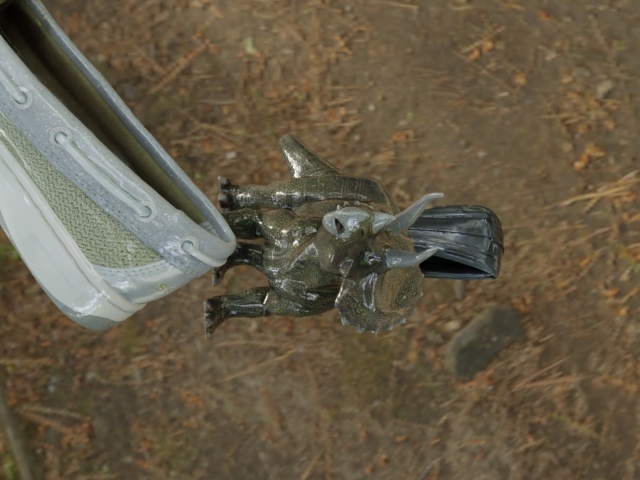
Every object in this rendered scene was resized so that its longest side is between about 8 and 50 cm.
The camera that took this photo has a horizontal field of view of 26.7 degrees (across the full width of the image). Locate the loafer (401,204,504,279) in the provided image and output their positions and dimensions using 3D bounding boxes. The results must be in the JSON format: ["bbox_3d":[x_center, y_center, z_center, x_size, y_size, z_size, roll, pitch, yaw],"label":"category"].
[{"bbox_3d":[0.073,0.012,1.359,0.223,0.076,0.078,-3,62,12],"label":"loafer"}]

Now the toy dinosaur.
[{"bbox_3d":[0.000,0.000,0.969,0.160,0.313,0.121,1,102,2],"label":"toy dinosaur"}]

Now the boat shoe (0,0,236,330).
[{"bbox_3d":[-0.167,-0.103,0.758,0.103,0.118,0.320,-27,99,14],"label":"boat shoe"}]
